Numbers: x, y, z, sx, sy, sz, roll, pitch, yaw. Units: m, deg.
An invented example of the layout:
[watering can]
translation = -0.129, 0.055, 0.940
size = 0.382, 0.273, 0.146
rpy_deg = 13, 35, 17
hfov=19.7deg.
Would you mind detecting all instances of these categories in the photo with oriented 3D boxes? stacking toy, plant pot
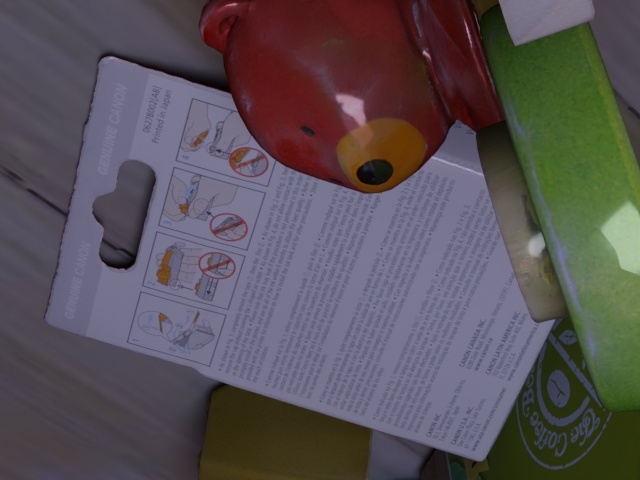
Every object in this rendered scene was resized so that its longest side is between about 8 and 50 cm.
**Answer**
[stacking toy]
translation = 0.006, -0.087, 0.568
size = 0.130, 0.279, 0.309
rpy_deg = -18, 132, 8
[plant pot]
translation = -0.019, 0.112, 0.923
size = 0.083, 0.081, 0.081
rpy_deg = 8, 136, 0

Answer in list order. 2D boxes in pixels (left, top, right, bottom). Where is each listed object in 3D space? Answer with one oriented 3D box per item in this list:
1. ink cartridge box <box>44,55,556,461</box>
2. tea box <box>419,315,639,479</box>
[ink cartridge box]
translation = 0.000, 0.000, 0.839
size = 0.224, 0.056, 0.181
rpy_deg = 18, 134, -1
[tea box]
translation = 0.228, 0.161, 0.828
size = 0.220, 0.329, 0.323
rpy_deg = 12, 133, -21
